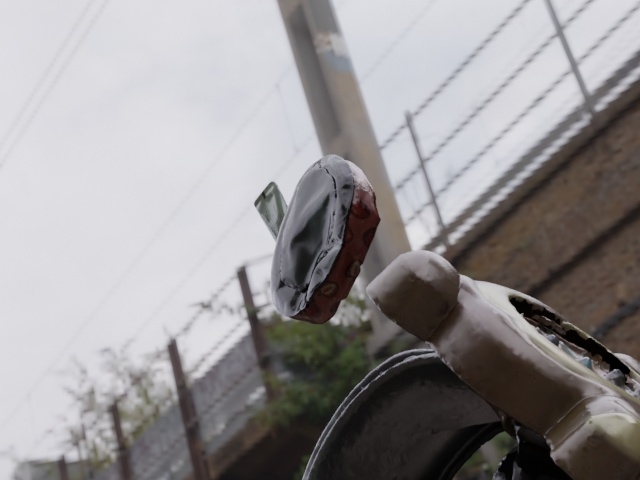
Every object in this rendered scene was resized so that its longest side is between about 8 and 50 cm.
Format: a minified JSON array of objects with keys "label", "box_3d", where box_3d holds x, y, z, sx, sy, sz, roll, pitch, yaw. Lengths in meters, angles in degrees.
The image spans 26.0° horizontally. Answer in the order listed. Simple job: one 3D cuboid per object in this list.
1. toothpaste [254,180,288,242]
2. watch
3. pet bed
[{"label":"toothpaste","box_3d":[-0.032,0.010,1.703,0.029,0.197,0.048,7,-47,-42]},{"label":"watch","box_3d":[0.134,0.229,1.125,0.314,0.335,0.327,28,-79,-31]},{"label":"pet bed","box_3d":[0.000,0.000,1.550,0.053,0.201,0.201,20,-42,-21]}]
